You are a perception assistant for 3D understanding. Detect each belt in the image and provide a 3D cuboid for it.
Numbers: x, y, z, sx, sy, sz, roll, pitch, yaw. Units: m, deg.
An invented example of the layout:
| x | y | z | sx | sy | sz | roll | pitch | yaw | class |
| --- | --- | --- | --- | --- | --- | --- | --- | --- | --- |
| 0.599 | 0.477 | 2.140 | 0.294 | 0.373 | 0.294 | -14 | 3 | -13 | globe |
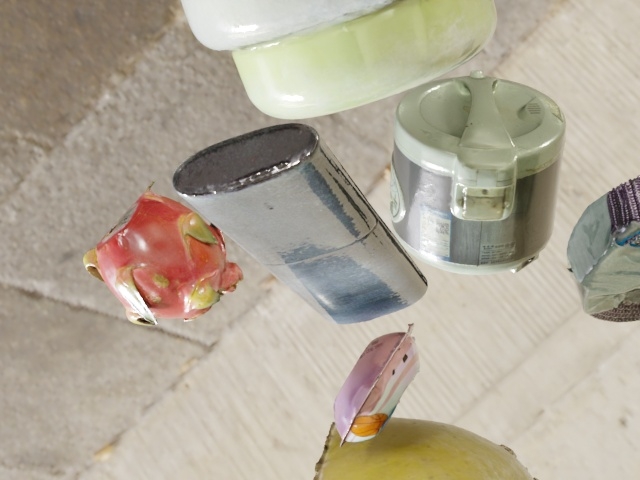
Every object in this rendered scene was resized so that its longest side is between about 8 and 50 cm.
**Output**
| x | y | z | sx | sy | sz | roll | pitch | yaw | class |
| --- | --- | --- | --- | --- | --- | --- | --- | --- | --- |
| 0.485 | 0.008 | 1.741 | 0.260 | 0.122 | 0.325 | 0 | 152 | -16 | belt |

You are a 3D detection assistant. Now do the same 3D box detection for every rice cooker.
| x | y | z | sx | sy | sz | roll | pitch | yaw | class |
| --- | --- | --- | --- | --- | --- | --- | --- | --- | --- |
| 0.246 | -0.112 | 1.955 | 0.288 | 0.288 | 0.277 | -23 | 132 | -27 | rice cooker |

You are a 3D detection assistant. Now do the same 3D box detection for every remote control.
| x | y | z | sx | sy | sz | roll | pitch | yaw | class |
| --- | --- | --- | --- | --- | --- | --- | --- | --- | --- |
| 0.000 | 0.000 | 0.982 | 0.107 | 0.044 | 0.377 | -21 | 158 | 10 | remote control |

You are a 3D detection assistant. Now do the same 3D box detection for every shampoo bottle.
| x | y | z | sx | sy | sz | roll | pitch | yaw | class |
| --- | --- | --- | --- | --- | --- | --- | --- | --- | --- |
| 0.012 | -0.298 | 1.195 | 0.323 | 0.322 | 0.317 | -25 | 108 | -24 | shampoo bottle |

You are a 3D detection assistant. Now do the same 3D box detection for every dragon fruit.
| x | y | z | sx | sy | sz | roll | pitch | yaw | class |
| --- | --- | --- | --- | --- | --- | --- | --- | --- | --- |
| -0.258 | 0.036 | 2.039 | 0.224 | 0.227 | 0.224 | -35 | -164 | 12 | dragon fruit |

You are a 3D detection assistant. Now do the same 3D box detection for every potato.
| x | y | z | sx | sy | sz | roll | pitch | yaw | class |
| --- | --- | --- | --- | --- | --- | --- | --- | --- | --- |
| 0.172 | 0.452 | 1.771 | 0.320 | 0.385 | 0.442 | -6 | -167 | 15 | potato |

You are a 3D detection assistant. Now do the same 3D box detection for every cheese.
| x | y | z | sx | sy | sz | roll | pitch | yaw | class |
| --- | --- | --- | --- | --- | --- | --- | --- | --- | --- |
| 0.082 | 0.186 | 1.628 | 0.189 | 0.074 | 0.286 | -59 | 171 | 9 | cheese |
